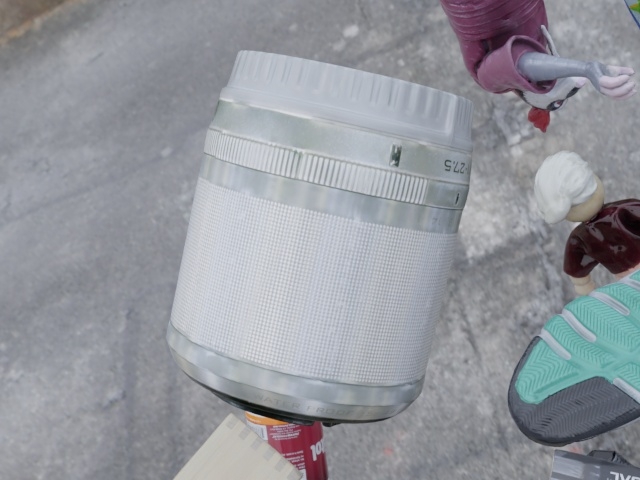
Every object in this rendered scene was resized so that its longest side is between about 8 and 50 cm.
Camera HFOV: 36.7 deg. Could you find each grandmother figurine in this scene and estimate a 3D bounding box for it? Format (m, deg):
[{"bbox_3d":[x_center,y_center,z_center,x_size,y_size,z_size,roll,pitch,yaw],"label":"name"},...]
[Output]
[{"bbox_3d":[0.407,0.014,1.265,0.208,0.342,0.104,-39,16,36],"label":"grandmother figurine"}]

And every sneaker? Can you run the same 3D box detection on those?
[{"bbox_3d":[0.215,0.059,0.591,0.223,0.098,0.083,-38,52,-5],"label":"sneaker"}]

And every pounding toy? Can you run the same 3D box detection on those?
[{"bbox_3d":[-0.084,0.225,0.722,0.100,0.130,0.141,40,65,3],"label":"pounding toy"}]

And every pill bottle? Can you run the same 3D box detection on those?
[{"bbox_3d":[-0.036,0.246,1.094,0.086,0.152,0.086,-6,11,1],"label":"pill bottle"}]

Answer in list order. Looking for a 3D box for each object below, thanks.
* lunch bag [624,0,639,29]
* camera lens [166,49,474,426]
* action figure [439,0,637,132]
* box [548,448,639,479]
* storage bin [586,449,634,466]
[{"bbox_3d":[0.434,-0.343,1.166,0.090,0.176,0.219,-7,48,41],"label":"lunch bag"},{"bbox_3d":[0.000,0.000,0.798,0.219,0.219,0.275,18,99,41],"label":"camera lens"},{"bbox_3d":[0.153,-0.244,0.945,0.275,0.370,0.248,-11,39,23],"label":"action figure"},{"bbox_3d":[0.355,0.372,1.057,0.242,0.308,0.077,11,44,14],"label":"box"},{"bbox_3d":[0.408,0.412,1.452,0.084,0.122,0.180,39,78,3],"label":"storage bin"}]
